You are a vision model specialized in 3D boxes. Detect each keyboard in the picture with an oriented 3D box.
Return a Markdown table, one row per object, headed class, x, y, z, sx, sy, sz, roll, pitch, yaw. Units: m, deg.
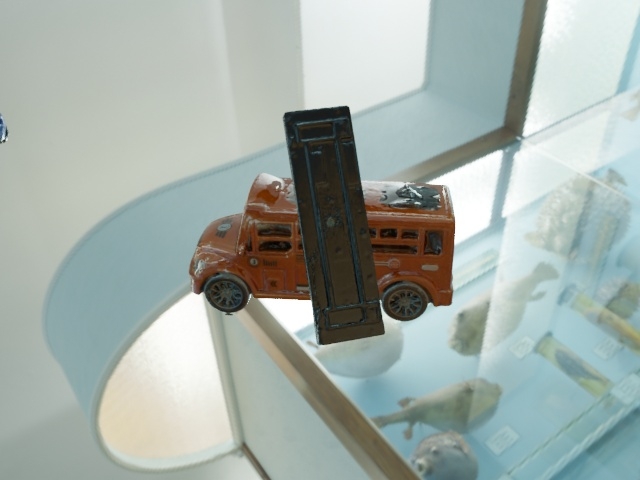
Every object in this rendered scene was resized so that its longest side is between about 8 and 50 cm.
| class | x | y | z | sx | sy | sz | roll | pitch | yaw |
| --- | --- | --- | --- | --- | --- | --- | --- | --- | --- |
| keyboard | 0.011 | -0.015 | 0.563 | 0.061 | 0.013 | 0.205 | -8 | -93 | -7 |

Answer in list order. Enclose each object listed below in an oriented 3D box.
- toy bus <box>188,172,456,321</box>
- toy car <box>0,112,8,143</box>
| class | x | y | z | sx | sy | sz | roll | pitch | yaw |
| --- | --- | --- | --- | --- | --- | --- | --- | --- | --- |
| toy bus | 0.000 | 0.000 | 0.814 | 0.329 | 0.143 | 0.153 | 2 | -60 | 6 |
| toy car | -0.497 | -0.174 | 0.880 | 0.103 | 0.216 | 0.063 | 2 | -78 | -42 |
